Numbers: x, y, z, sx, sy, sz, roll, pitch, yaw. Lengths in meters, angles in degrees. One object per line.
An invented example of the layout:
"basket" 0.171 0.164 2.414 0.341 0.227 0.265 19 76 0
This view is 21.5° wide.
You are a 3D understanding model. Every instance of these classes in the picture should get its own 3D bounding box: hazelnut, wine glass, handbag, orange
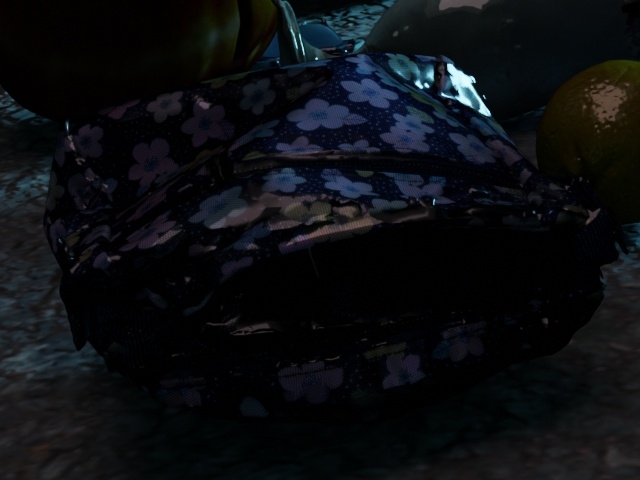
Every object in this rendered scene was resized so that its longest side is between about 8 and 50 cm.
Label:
"hazelnut" -0.126 -0.189 1.137 0.229 0.229 0.229 -6 20 2
"wine glass" 0.084 -0.121 1.050 0.222 0.103 0.103 -10 20 -8
"handbag" 0.000 0.000 0.717 0.229 0.126 0.208 -10 27 -9
"orange" 0.151 -0.048 0.858 0.085 0.085 0.095 7 31 33

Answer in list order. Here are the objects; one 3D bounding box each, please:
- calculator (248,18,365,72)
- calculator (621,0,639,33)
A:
"calculator" -0.015 -0.140 1.256 0.094 0.019 0.141 -12 22 -10
"calculator" 0.149 -0.152 1.196 0.190 0.034 0.126 -14 19 11
